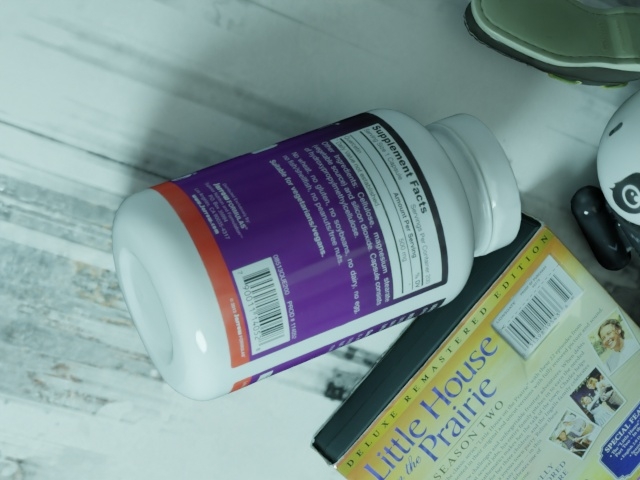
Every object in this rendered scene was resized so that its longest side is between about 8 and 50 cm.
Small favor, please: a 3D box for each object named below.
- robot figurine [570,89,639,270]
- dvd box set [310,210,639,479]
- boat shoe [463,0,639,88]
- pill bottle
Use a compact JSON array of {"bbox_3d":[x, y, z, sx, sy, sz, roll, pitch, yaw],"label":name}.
[{"bbox_3d":[0.372,-0.032,1.524,0.209,0.173,0.278,-42,131,-3],"label":"robot figurine"},{"bbox_3d":[0.224,0.210,1.608,0.307,0.062,0.420,-50,122,-4],"label":"dvd box set"},{"bbox_3d":[0.220,-0.181,1.463,0.228,0.069,0.081,7,67,-29],"label":"boat shoe"},{"bbox_3d":[0.000,0.000,1.350,0.323,0.181,0.181,-21,115,-21],"label":"pill bottle"}]
